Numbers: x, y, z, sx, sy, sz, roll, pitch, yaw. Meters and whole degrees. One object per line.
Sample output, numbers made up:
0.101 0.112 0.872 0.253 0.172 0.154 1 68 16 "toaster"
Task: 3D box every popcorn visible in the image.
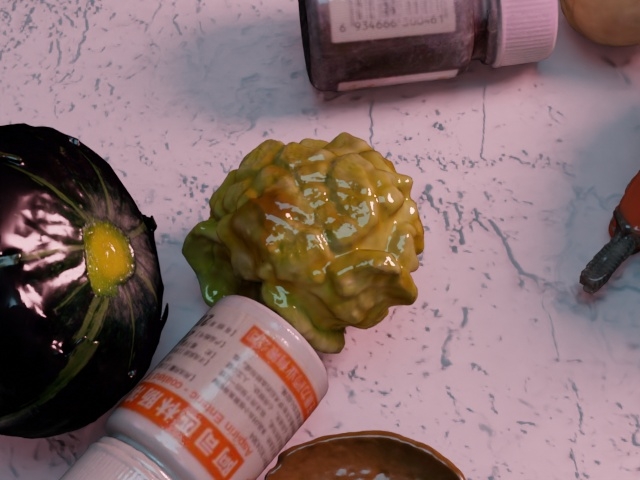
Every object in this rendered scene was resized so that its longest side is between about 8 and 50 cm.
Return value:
-0.010 0.006 1.347 0.216 0.181 0.235 -29 55 -15 "popcorn"

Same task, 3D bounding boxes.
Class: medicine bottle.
0.115 -0.260 1.532 0.273 0.165 0.165 -7 56 -5 "medicine bottle"
-0.117 0.180 1.258 0.144 0.144 0.252 33 66 21 "medicine bottle"

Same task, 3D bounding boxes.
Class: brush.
0.363 -0.055 1.461 0.070 0.051 0.323 37 61 15 "brush"

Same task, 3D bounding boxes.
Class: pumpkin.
-0.299 0.039 1.291 0.295 0.296 0.296 -1 56 1 "pumpkin"

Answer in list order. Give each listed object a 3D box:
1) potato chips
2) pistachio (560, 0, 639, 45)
0.038 0.250 1.261 0.201 0.049 0.150 -9 53 -6 "potato chips"
0.396 -0.324 1.521 0.299 0.187 0.188 -22 51 29 "pistachio"
